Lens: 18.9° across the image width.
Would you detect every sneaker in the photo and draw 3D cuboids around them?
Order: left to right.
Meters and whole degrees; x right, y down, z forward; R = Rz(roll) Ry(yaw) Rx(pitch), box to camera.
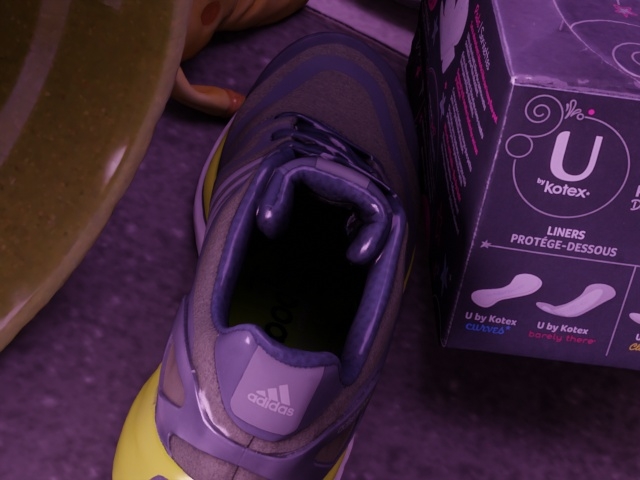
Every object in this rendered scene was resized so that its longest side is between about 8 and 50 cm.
[{"bbox_3d":[0.000,0.000,0.812,0.111,0.121,0.300,20,42,-8],"label":"sneaker"}]

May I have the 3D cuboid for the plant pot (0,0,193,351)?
[{"bbox_3d":[-0.230,-0.098,0.720,0.254,0.276,0.276,33,41,23],"label":"plant pot"}]

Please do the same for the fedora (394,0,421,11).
[{"bbox_3d":[0.072,-0.243,1.091,0.275,0.124,0.244,38,42,12],"label":"fedora"}]

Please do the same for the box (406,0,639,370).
[{"bbox_3d":[0.136,-0.069,0.888,0.163,0.142,0.247,7,35,-6],"label":"box"}]

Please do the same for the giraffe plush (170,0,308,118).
[{"bbox_3d":[-0.070,-0.181,0.922,0.181,0.170,0.210,20,42,-7],"label":"giraffe plush"}]
